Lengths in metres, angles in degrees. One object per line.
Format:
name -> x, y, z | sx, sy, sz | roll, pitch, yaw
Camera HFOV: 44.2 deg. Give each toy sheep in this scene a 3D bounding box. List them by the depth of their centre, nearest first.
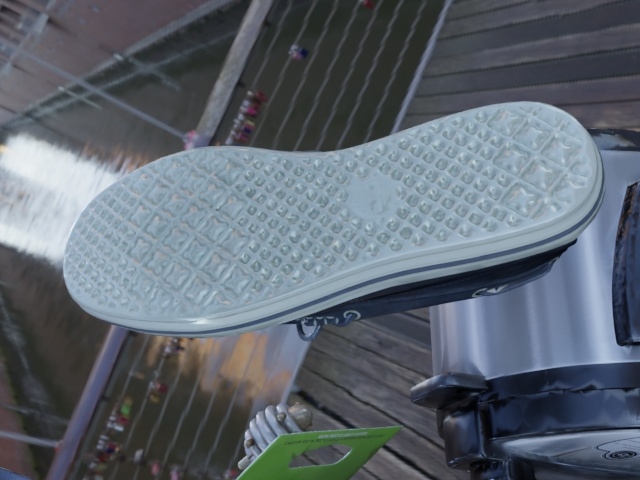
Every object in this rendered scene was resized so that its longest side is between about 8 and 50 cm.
toy sheep -> -0.065, 0.277, 1.108 | 0.132, 0.091, 0.091 | -35, 30, 3

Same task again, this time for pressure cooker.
pressure cooker -> 0.315, 0.130, 0.926 | 0.369, 0.375, 0.421 | -9, 63, 20

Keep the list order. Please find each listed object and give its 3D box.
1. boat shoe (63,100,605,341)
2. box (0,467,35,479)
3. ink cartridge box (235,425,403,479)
boat shoe -> 0.000, 0.000, 0.726 | 0.499, 0.156, 0.187 | -10, 65, 13
box -> -0.391, 0.325, 0.659 | 0.182, 0.294, 0.296 | -24, 42, 45
ink cartridge box -> -0.033, 0.277, 0.671 | 0.255, 0.188, 0.097 | -50, 56, 19
